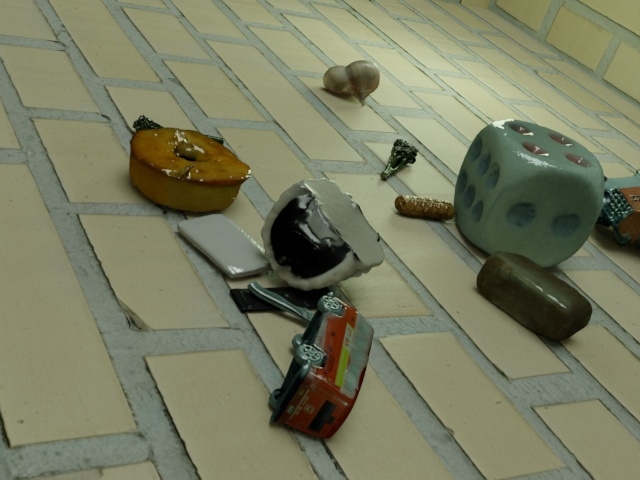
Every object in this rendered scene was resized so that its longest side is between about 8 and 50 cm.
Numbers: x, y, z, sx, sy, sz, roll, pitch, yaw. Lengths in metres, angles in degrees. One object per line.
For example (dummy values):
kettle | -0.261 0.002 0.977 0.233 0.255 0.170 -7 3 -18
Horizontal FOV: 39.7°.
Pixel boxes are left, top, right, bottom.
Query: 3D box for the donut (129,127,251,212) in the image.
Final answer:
donut | -0.270 -0.151 1.815 0.253 0.118 0.253 13 30 -8

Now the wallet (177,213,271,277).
wallet | -0.178 0.010 1.680 0.183 0.032 0.124 40 33 29

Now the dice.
dice | 0.482 -0.112 2.077 0.262 0.265 0.268 12 30 -15

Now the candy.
candy | 0.437 0.112 1.825 0.104 0.102 0.234 -13 43 -45

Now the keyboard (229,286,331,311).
keyboard | -0.062 0.105 1.605 0.204 0.013 0.061 1 34 -33

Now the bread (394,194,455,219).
bread | 0.248 -0.078 2.098 0.157 0.044 0.052 7 37 -22

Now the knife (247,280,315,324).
knife | -0.035 0.127 1.561 0.210 0.015 0.028 29 30 3

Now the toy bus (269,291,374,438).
toy bus | 0.010 0.193 1.398 0.119 0.121 0.265 29 27 -2

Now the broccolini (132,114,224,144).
broccolini | -0.325 -0.243 2.036 0.218 0.044 0.042 13 13 -25

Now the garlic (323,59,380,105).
garlic | 0.093 -0.474 2.632 0.174 0.124 0.099 -4 43 10

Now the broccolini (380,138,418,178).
broccolini | 0.199 -0.208 2.282 0.074 0.058 0.201 18 26 12

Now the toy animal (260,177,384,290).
toy animal | 0.000 0.000 1.671 0.208 0.156 0.204 55 28 12

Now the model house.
model house | 0.784 -0.070 2.335 0.291 0.184 0.253 1 37 -6
